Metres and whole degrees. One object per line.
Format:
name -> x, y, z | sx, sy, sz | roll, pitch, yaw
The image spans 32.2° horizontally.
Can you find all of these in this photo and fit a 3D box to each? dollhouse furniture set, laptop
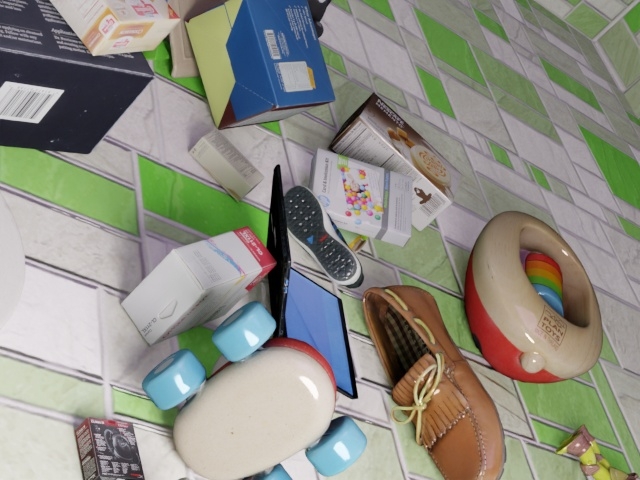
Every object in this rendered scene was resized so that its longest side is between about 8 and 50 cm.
dollhouse furniture set -> 0.070, -0.039, 1.968 | 0.076, 0.058, 0.151 | 45, 29, -2
laptop -> -0.007, 0.062, 1.628 | 0.137, 0.264, 0.234 | 1, 37, -8

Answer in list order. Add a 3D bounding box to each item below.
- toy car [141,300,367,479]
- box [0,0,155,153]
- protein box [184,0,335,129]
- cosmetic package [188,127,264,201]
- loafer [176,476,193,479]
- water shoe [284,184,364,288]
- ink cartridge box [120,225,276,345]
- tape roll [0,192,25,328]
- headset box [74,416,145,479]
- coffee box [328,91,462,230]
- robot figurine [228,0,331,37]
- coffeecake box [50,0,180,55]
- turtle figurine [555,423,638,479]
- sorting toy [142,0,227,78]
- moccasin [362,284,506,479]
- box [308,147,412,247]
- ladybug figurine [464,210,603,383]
toy car -> -0.070, 0.179, 1.389 | 0.219, 0.210, 0.238 | 52, 15, -10
box -> -0.452, -0.298, 1.489 | 0.343, 0.179, 0.312 | 2, 52, -52
protein box -> -0.101, -0.313, 1.942 | 0.201, 0.136, 0.199 | -18, 92, -59
cosmetic package -> -0.152, -0.123, 1.802 | 0.115, 0.041, 0.060 | 46, 28, 0
loafer -> -0.152, 0.385, 1.104 | 0.111, 0.112, 0.319 | 38, 37, -25
water shoe -> 0.000, 0.000, 1.841 | 0.203, 0.073, 0.080 | 58, 2, 24
ink cartridge box -> -0.160, 0.057, 1.475 | 0.072, 0.127, 0.175 | 53, 29, 11
tape roll -> -0.503, -0.013, 1.175 | 0.392, 0.072, 0.392 | 32, 33, -24
headset box -> -0.237, 0.237, 1.246 | 0.062, 0.032, 0.083 | 17, 39, -42
coffee box -> 0.150, -0.156, 2.177 | 0.246, 0.098, 0.141 | 42, 29, -7
robot figurine -> -0.096, -0.492, 2.214 | 0.278, 0.209, 0.173 | -7, 102, -56
coffeecake box -> -0.299, -0.342, 1.490 | 0.185, 0.068, 0.142 | 51, 28, 7
turtle figurine -> 0.502, 0.428, 1.915 | 0.217, 0.087, 0.269 | 51, 29, 9
sorting toy -> -0.222, -0.387, 1.958 | 0.348, 0.047, 0.196 | -18, 109, -58
moccasin -> 0.164, 0.219, 1.689 | 0.147, 0.139, 0.380 | 11, 46, -37
box -> 0.070, -0.076, 1.955 | 0.186, 0.038, 0.145 | 16, 49, -12
ladybug figurine -> 0.383, 0.117, 2.074 | 0.305, 0.162, 0.449 | 42, 29, -8
